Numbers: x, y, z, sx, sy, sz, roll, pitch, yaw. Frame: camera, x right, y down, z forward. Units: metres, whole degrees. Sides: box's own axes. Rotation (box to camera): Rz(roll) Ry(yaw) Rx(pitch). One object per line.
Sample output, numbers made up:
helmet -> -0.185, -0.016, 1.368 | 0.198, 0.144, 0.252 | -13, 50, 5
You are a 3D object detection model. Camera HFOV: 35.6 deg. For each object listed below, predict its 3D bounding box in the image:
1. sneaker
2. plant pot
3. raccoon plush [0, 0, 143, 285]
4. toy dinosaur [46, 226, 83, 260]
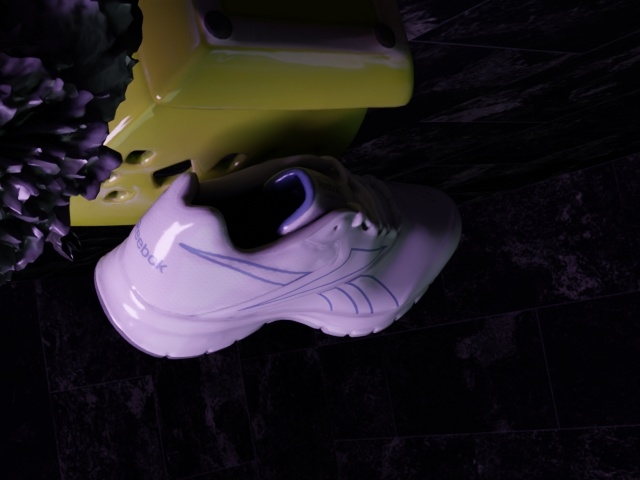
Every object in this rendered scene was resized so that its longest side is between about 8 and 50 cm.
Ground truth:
sneaker -> 0.000, 0.000, 0.682 | 0.297, 0.111, 0.129 | -12, 152, -41
plant pot -> -0.078, -0.151, 0.656 | 0.227, 0.228, 0.207 | -6, 166, -39
raccoon plush -> -0.237, -0.051, 0.305 | 0.216, 0.447, 0.299 | -6, 152, 30
toy dinosaur -> -0.418, -0.064, 1.281 | 0.218, 0.165, 0.322 | 5, -177, 9
